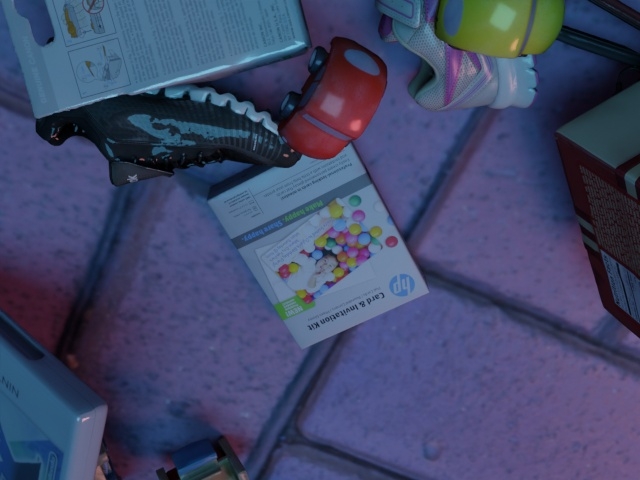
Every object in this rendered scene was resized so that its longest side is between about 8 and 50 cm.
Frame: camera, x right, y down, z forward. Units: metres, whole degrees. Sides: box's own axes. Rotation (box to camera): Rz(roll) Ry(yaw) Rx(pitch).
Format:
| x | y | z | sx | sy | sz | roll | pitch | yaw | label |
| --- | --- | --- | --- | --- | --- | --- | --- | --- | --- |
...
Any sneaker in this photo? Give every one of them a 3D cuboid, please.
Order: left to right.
| x | y | z | sx | sy | sz | roll | pitch | yaw | label |
| --- | --- | --- | --- | --- | --- | --- | --- | --- | --- |
| -0.135 | -0.088 | 0.678 | 0.235 | 0.078 | 0.106 | 19 | 82 | -6 | sneaker |
| 0.093 | -0.208 | 0.630 | 0.111 | 0.103 | 0.252 | -18 | 113 | 5 | sneaker |

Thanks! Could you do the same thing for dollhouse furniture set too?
| x | y | z | sx | sy | sz | roll | pitch | yaw | label |
| --- | --- | --- | --- | --- | --- | --- | --- | --- | --- |
| -0.191 | 0.228 | 0.834 | 0.184 | 0.129 | 0.129 | -22 | 115 | -18 | dollhouse furniture set |

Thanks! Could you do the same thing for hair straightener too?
| x | y | z | sx | sy | sz | roll | pitch | yaw | label |
| --- | --- | --- | --- | --- | --- | --- | --- | --- | --- |
| 0.287 | -0.147 | 0.701 | 0.231 | 0.047 | 0.089 | 22 | 113 | -16 | hair straightener |

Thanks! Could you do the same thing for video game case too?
| x | y | z | sx | sy | sz | roll | pitch | yaw | label |
| --- | --- | --- | --- | --- | --- | --- | --- | --- | --- |
| -0.330 | 0.208 | 0.753 | 0.300 | 0.036 | 0.328 | 31 | 118 | 30 | video game case |

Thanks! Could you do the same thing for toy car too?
| x | y | z | sx | sy | sz | roll | pitch | yaw | label |
| --- | --- | --- | --- | --- | --- | --- | --- | --- | --- |
| 0.043 | -0.183 | 0.553 | 0.239 | 0.053 | 0.225 | -26 | 119 | 8 | toy car |

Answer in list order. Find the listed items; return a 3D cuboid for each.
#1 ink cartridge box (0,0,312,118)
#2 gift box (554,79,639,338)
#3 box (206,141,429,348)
| x | y | z | sx | sy | sz | roll | pitch | yaw | label |
| --- | --- | --- | --- | --- | --- | --- | --- | --- | --- |
| -0.137 | -0.209 | 0.624 | 0.225 | 0.056 | 0.180 | -14 | 96 | 7 | ink cartridge box |
| 0.381 | -0.011 | 0.604 | 0.258 | 0.276 | 0.255 | -32 | 130 | -4 | gift box |
| 0.000 | 0.000 | 0.761 | 0.145 | 0.038 | 0.186 | -25 | 114 | 11 | box |
